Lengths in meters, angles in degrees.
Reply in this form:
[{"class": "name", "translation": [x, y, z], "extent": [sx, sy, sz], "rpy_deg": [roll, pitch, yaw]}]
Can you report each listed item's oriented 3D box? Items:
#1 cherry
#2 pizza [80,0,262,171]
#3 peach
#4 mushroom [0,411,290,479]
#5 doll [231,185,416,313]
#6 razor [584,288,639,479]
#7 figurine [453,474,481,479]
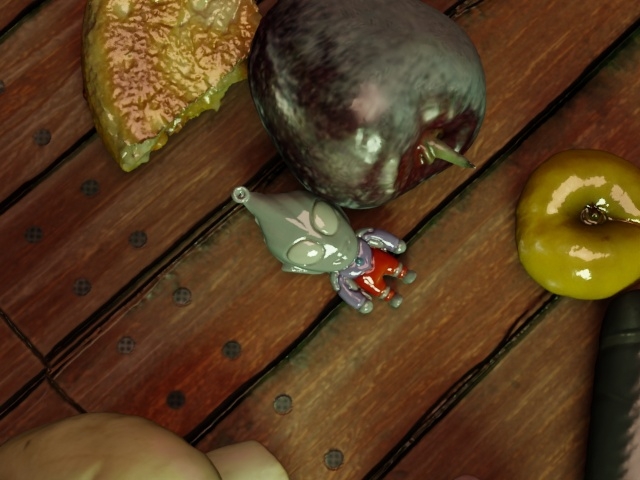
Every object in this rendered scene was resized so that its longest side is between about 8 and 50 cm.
[{"class": "cherry", "translation": [0.056, -0.162, 1.350], "extent": [0.255, 0.218, 0.296], "rpy_deg": [-34, 71, -26]}, {"class": "pizza", "translation": [-0.163, -0.235, 1.427], "extent": [0.226, 0.086, 0.335], "rpy_deg": [7, 76, -7]}, {"class": "peach", "translation": [0.306, -0.016, 1.392], "extent": [0.179, 0.103, 0.179], "rpy_deg": [1, 74, -5]}, {"class": "mushroom", "translation": [-0.168, 0.316, 1.153], "extent": [0.353, 0.325, 0.353], "rpy_deg": [-1, 66, 3]}, {"class": "doll", "translation": [0.000, 0.000, 1.383], "extent": [0.227, 0.075, 0.102], "rpy_deg": [32, 84, -7]}, {"class": "razor", "translation": [0.388, 0.232, 1.326], "extent": [0.204, 0.113, 0.349], "rpy_deg": [11, 74, -4]}, {"class": "figurine", "translation": [0.142, 0.348, 1.254], "extent": [0.173, 0.173, 0.173], "rpy_deg": [1, 75, -4]}]
